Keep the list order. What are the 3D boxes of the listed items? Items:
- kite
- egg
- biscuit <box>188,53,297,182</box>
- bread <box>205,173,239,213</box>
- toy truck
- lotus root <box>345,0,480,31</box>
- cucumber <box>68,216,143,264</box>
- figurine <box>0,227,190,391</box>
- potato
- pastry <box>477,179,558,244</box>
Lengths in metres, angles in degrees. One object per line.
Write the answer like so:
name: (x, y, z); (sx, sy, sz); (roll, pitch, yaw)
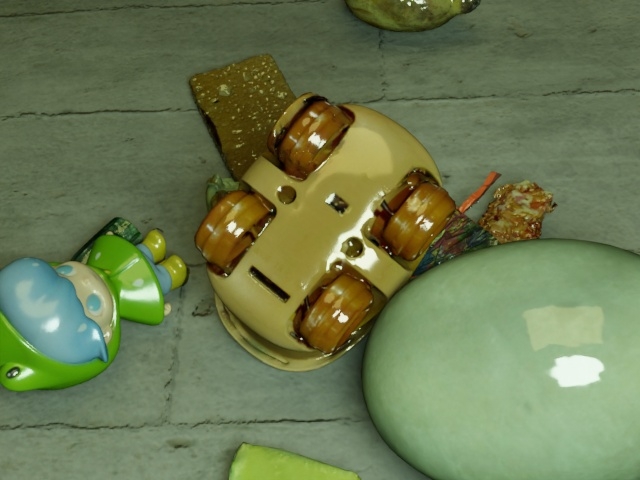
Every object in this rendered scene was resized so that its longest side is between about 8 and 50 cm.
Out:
kite: (0.142, -0.017, 1.425); (0.189, 0.009, 0.232); (-44, 32, -3)
egg: (0.213, 0.126, 1.172); (0.352, 0.258, 0.258); (-1, 49, 17)
biscuit: (-0.087, -0.160, 1.600); (0.131, 0.025, 0.231); (-18, 50, -10)
bread: (-0.024, -0.057, 1.466); (0.232, 0.088, 0.128); (-13, 15, -10)
toy truck: (0.000, 0.000, 1.278); (0.204, 0.211, 0.288); (38, 86, 9)
lotus root: (0.120, -0.352, 1.678); (0.214, 0.138, 0.138); (23, 56, 23)
cucumber: (-0.268, 0.018, 1.454); (0.048, 0.048, 0.105); (32, 60, 28)
figurine: (-0.269, 0.073, 1.357); (0.263, 0.143, 0.162); (-28, 72, -39)
potato: (-0.015, 0.277, 1.205); (0.198, 0.054, 0.119); (25, 61, 30)
pastry: (0.219, 0.003, 1.409); (0.087, 0.063, 0.169); (14, 49, 24)
